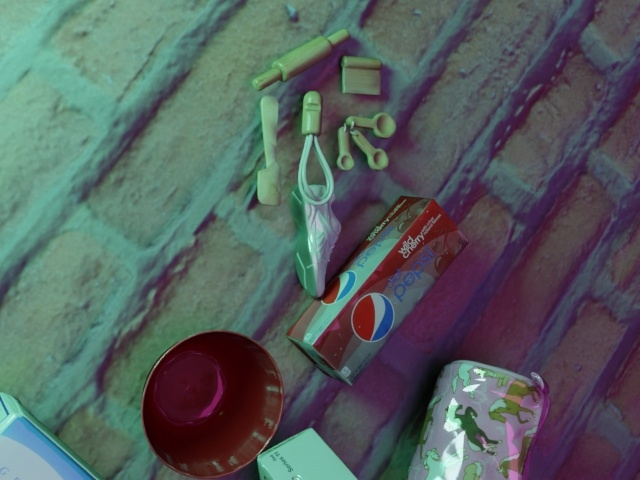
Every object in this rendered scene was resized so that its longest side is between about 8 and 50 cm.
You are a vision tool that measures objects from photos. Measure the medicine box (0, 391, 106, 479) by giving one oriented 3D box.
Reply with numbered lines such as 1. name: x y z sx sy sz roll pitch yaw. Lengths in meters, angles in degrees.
1. medicine box: -0.336 0.358 1.025 0.289 0.149 0.263 -47 107 -15

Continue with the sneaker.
1. sneaker: 0.000 0.000 1.285 0.061 0.053 0.152 -6 97 -29

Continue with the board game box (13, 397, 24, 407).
1. board game box: -0.430 0.248 1.092 0.141 0.048 0.170 21 86 -29

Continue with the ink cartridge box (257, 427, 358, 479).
1. ink cartridge box: 0.001 0.362 1.218 0.086 0.153 0.208 -26 136 -24

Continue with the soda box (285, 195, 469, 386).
1. soda box: 0.077 0.063 1.312 0.263 0.083 0.092 -49 114 -15

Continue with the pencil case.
1. pencil case: 0.198 0.352 1.317 0.167 0.160 0.386 20 71 -9

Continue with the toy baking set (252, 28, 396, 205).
1. toy baking set: 0.002 -0.157 1.260 0.256 0.030 0.197 -30 98 -29

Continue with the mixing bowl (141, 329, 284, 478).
1. mixing bowl: -0.147 0.193 1.202 0.181 0.098 0.181 -2 95 -27
